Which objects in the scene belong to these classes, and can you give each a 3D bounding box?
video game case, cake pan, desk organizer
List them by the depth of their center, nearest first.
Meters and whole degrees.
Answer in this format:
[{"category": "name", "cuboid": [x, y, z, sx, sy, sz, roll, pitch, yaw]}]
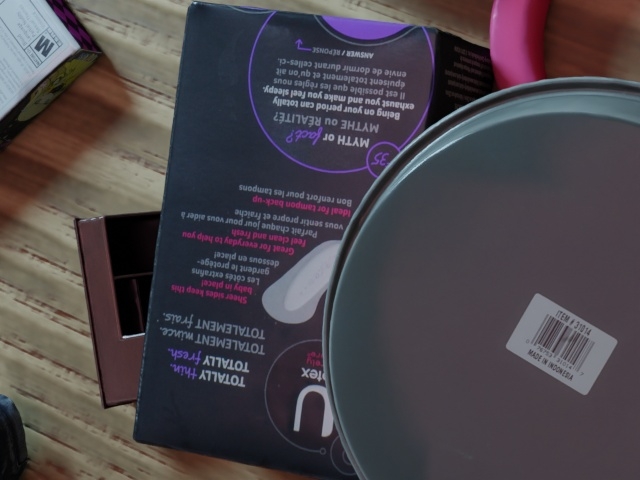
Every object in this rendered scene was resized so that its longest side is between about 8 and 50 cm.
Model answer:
[{"category": "cake pan", "cuboid": [0.131, 0.058, 0.864, 0.293, 0.054, 0.293, 0, 90, 19]}, {"category": "desk organizer", "cuboid": [-0.126, 0.045, 1.112, 0.050, 0.047, 0.130, -11, 86, 18]}, {"category": "video game case", "cuboid": [-0.299, -0.153, 1.179, 0.210, 0.042, 0.232, -41, 76, 15]}]

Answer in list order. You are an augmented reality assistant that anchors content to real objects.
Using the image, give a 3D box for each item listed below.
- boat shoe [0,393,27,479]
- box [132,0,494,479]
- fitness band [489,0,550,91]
[{"category": "boat shoe", "cuboid": [-0.248, 0.195, 1.151, 0.065, 0.083, 0.183, 27, 126, 19]}, {"category": "box", "cuboid": [0.000, 0.000, 1.014, 0.165, 0.143, 0.270, 9, 93, 19]}, {"category": "fitness band", "cuboid": [0.230, -0.161, 0.980, 0.209, 0.054, 0.291, 40, 101, 16]}]
